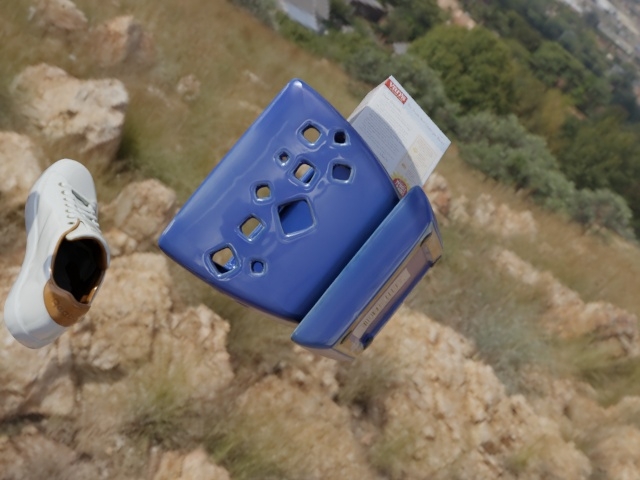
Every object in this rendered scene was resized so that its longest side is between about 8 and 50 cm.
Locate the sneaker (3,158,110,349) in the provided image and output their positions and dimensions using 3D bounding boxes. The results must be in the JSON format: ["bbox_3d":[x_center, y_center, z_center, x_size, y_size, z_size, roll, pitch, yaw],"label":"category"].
[{"bbox_3d":[-0.302,-0.003,1.155,0.106,0.123,0.290,40,33,-39],"label":"sneaker"}]

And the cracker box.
[{"bbox_3d":[0.102,-0.140,1.483,0.156,0.067,0.232,47,47,-11],"label":"cracker box"}]

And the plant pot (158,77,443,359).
[{"bbox_3d":[0.000,0.000,1.020,0.212,0.236,0.236,39,-2,15],"label":"plant pot"}]
